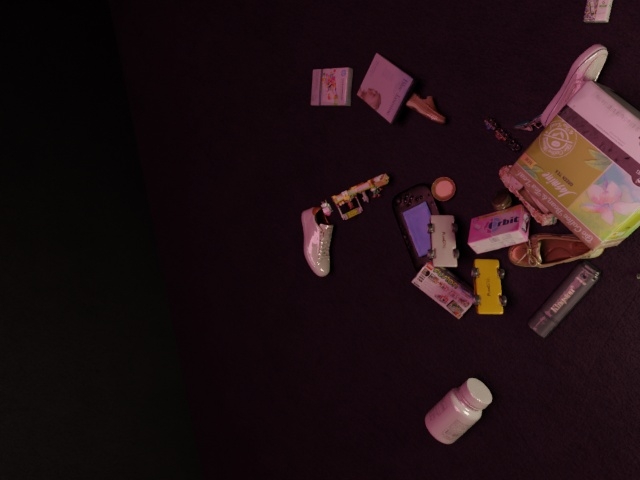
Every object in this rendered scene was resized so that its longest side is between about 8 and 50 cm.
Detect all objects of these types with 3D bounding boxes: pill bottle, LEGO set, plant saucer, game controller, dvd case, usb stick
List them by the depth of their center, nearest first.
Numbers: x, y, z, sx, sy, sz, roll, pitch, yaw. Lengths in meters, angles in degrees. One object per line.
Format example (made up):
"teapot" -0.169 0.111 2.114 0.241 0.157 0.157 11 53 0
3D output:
"usb stick" 0.734 0.182 1.757 0.077 0.045 0.278 48 122 29
"pill bottle" 0.472 0.577 1.971 0.131 0.131 0.229 51 124 27
"plant saucer" 0.428 -0.178 2.009 0.084 0.015 0.083 -1 87 26
"game controller" 0.368 -0.039 2.054 0.167 0.067 0.318 -29 75 40
"dvd case" 0.236 -0.555 2.120 0.253 0.022 0.180 52 125 41
"LEGO set" 0.150 -0.158 2.218 0.287 0.132 0.107 -23 95 18

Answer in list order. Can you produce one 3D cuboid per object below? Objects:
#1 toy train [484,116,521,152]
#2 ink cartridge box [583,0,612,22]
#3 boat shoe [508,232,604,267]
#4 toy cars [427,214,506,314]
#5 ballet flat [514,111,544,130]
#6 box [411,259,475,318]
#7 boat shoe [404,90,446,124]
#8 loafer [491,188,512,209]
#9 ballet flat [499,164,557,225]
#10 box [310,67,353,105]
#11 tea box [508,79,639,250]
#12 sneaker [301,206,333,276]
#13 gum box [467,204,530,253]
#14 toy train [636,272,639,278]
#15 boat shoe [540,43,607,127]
"toy train" 0.583 -0.340 1.860 0.158 0.027 0.036 54 136 24
"ink cartridge box" 0.791 -0.679 1.639 0.063 0.029 0.115 17 106 40
"boat shoe" 0.695 0.025 1.748 0.285 0.089 0.104 -14 85 42
"toy cars" 0.476 0.086 1.925 0.393 0.177 0.087 49 166 18
"ballet flat" 0.655 -0.360 1.786 0.114 0.041 0.041 -22 79 42
"box" 0.429 0.164 1.992 0.207 0.036 0.114 39 120 10
"boat shoe" 0.371 -0.469 2.016 0.190 0.068 0.072 40 108 32
"loafer" 0.576 -0.123 1.817 0.056 0.148 0.050 -17 104 32
"ballet flat" 0.646 -0.151 1.776 0.091 0.077 0.241 -36 71 -4
"box" 0.044 -0.611 2.313 0.186 0.038 0.145 12 102 40
"tea box" 0.768 -0.199 1.574 0.329 0.220 0.323 51 125 27
"sneaker" 0.000 0.000 2.361 0.123 0.106 0.289 -20 79 44
"gum box" 0.570 -0.036 1.837 0.189 0.062 0.107 -18 41 42
"toy train" 0.915 0.088 1.599 0.083 0.024 0.017 -28 75 40
"boat shoe" 0.738 -0.422 1.653 0.267 0.096 0.088 -60 42 30
